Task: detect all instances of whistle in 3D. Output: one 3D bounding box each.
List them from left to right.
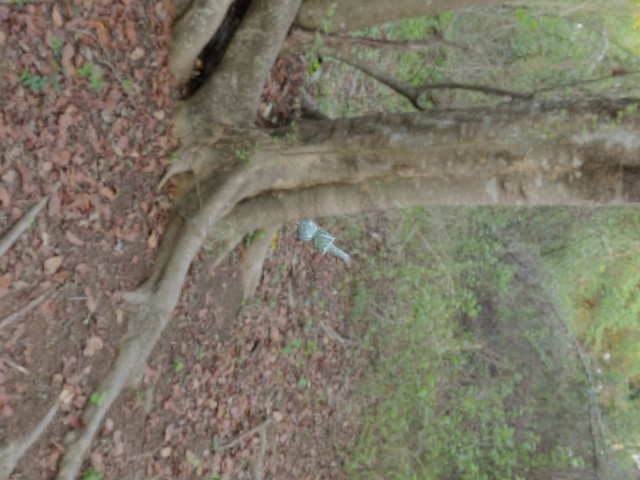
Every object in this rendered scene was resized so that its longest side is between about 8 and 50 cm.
[{"bbox_3d":[0.000,0.000,1.058,0.035,0.100,0.035,-55,174,-8],"label":"whistle"}]
